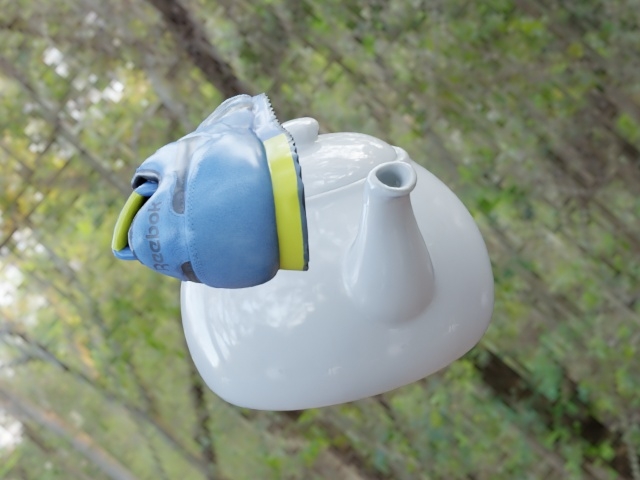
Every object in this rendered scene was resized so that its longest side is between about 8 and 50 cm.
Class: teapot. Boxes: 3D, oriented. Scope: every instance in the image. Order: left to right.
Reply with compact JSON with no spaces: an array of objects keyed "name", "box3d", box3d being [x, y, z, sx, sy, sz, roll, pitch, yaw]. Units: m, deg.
[{"name":"teapot","box3d":[0.000,0.000,1.186,0.256,0.187,0.252,-9,14,24]}]

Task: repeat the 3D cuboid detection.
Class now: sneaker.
[{"name":"sneaker","box3d":[-0.055,-0.024,0.724,0.082,0.069,0.209,-8,12,-5]}]
